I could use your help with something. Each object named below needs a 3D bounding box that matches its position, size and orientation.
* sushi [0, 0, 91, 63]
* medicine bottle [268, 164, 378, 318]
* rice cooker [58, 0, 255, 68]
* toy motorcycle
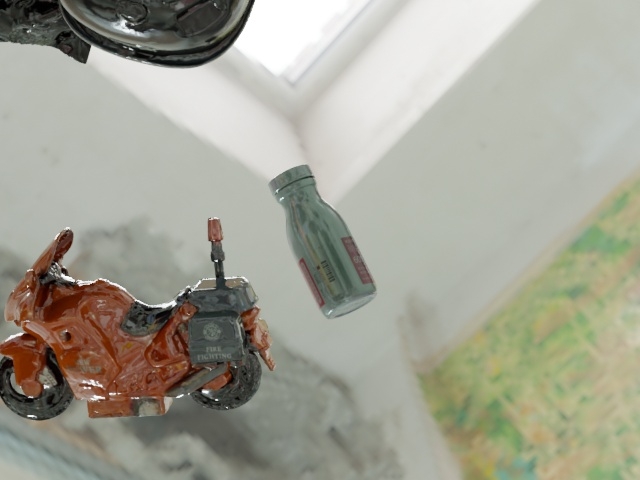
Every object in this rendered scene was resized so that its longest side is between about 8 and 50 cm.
[{"bbox_3d":[-0.359,-0.393,2.342,0.227,0.212,0.215,15,-129,-43],"label":"sushi"},{"bbox_3d":[0.000,0.000,2.544,0.090,0.090,0.216,2,-120,-64],"label":"medicine bottle"},{"bbox_3d":[-0.188,-0.334,2.071,0.267,0.267,0.224,44,179,-1],"label":"rice cooker"},{"bbox_3d":[-0.217,0.091,1.987,0.148,0.326,0.221,-63,-33,-73],"label":"toy motorcycle"}]
